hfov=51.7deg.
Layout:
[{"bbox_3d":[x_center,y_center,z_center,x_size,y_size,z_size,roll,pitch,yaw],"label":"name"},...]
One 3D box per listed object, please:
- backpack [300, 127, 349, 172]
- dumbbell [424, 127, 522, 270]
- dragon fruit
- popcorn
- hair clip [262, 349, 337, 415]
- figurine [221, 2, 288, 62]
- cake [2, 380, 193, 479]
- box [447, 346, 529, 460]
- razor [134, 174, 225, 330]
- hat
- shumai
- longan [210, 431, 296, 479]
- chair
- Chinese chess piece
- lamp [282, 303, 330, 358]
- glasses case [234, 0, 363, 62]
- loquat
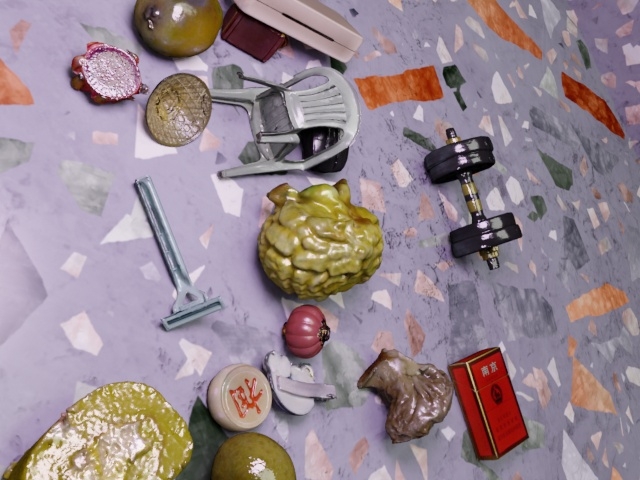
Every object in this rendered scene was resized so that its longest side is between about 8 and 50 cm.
[{"bbox_3d":[0.008,-0.236,1.493,0.119,0.105,0.165,12,88,-35],"label":"backpack"},{"bbox_3d":[0.397,-0.112,1.727,0.185,0.185,0.389,-11,82,-43],"label":"dumbbell"},{"bbox_3d":[-0.387,-0.299,1.199,0.126,0.068,0.112,-13,89,-33],"label":"dragon fruit"},{"bbox_3d":[0.000,0.000,1.321,0.270,0.224,0.258,32,38,-18],"label":"popcorn"},{"bbox_3d":[-0.044,0.282,1.277,0.172,0.049,0.116,23,42,-38],"label":"hair clip"},{"bbox_3d":[-0.143,-0.469,1.476,0.154,0.082,0.098,21,40,-35],"label":"figurine"},{"bbox_3d":[-0.328,0.331,0.956,0.179,0.156,0.260,49,42,5],"label":"cake"},{"bbox_3d":[0.416,0.399,1.631,0.153,0.074,0.240,-12,82,-39],"label":"box"},{"bbox_3d":[-0.273,0.014,1.195,0.111,0.056,0.278,-21,81,-8],"label":"razor"},{"bbox_3d":[-0.288,-0.260,1.277,0.146,0.067,0.146,-27,133,-34],"label":"hat"},{"bbox_3d":[0.178,0.316,1.403,0.176,0.166,0.206,49,24,-4],"label":"shumai"},{"bbox_3d":[-0.113,0.405,1.135,0.145,0.176,0.155,-1,98,0],"label":"longan"},{"bbox_3d":[-0.075,-0.253,1.363,0.274,0.190,0.204,-13,84,-46],"label":"chair"},{"bbox_3d":[-0.146,0.285,1.199,0.122,0.051,0.122,16,63,-36],"label":"Chinese chess piece"},{"bbox_3d":[-0.028,0.180,1.311,0.107,0.092,0.108,3,90,-74],"label":"lamp"},{"bbox_3d":[-0.057,-0.516,1.499,0.336,0.076,0.144,13,33,-43],"label":"glasses case"},{"bbox_3d":[-0.272,-0.438,1.300,0.195,0.152,0.152,-24,91,-51],"label":"loquat"}]
